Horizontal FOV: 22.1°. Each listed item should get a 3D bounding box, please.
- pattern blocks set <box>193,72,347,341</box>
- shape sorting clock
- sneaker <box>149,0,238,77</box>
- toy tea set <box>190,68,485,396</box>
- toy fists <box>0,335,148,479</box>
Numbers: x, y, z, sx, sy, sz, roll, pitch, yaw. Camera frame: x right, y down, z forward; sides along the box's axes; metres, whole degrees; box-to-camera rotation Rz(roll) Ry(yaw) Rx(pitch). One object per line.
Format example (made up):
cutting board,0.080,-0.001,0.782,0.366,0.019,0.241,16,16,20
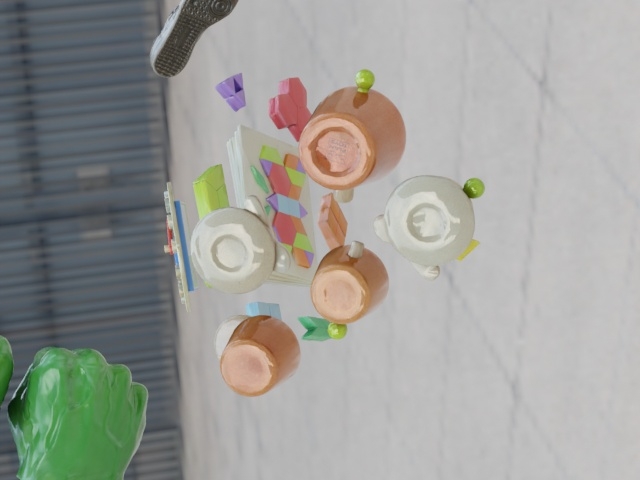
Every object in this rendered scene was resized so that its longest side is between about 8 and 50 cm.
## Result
pattern blocks set,-0.050,-0.038,1.899,0.285,0.026,0.324,-8,-98,-59
shape sorting clock,-0.224,0.011,2.567,0.206,0.040,0.206,171,90,-90
sneaker,-0.174,-0.310,2.217,0.188,0.066,0.071,-49,32,20
toy tea set,0.000,0.000,1.589,0.200,0.336,0.124,49,-158,-1
toy fists,-0.309,0.163,1.637,0.096,0.279,0.142,-166,90,-71
